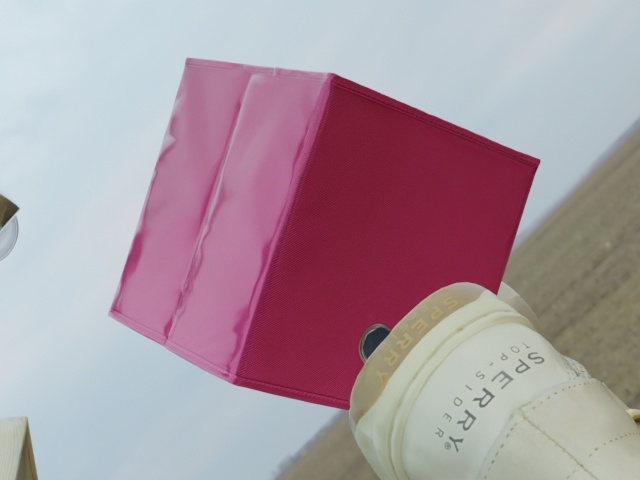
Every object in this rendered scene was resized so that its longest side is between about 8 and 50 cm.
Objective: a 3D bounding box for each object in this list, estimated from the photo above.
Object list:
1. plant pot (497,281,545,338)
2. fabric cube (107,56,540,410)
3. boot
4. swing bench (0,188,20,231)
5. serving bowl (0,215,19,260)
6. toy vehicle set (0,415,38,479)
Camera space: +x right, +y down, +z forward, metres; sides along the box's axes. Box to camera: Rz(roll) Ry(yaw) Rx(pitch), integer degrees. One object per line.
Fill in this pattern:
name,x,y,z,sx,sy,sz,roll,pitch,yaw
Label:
plant pot,0.183,0.153,1.553,0.191,0.284,0.284,-37,-9,-20
fabric cube,0.000,0.000,1.077,0.259,0.254,0.258,18,90,55
boot,0.135,0.138,0.406,0.095,0.203,0.262,-45,-44,-9
swing bench,-0.284,0.025,0.498,0.253,0.165,0.255,-53,-36,-6
serving bowl,-0.359,-0.016,1.253,0.083,0.083,0.027,-45,6,10
toy vehicle set,-0.332,0.352,1.310,0.035,0.267,0.166,-5,23,-5
